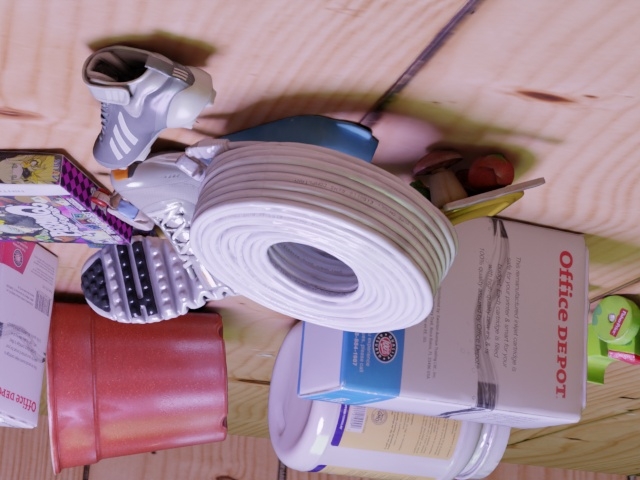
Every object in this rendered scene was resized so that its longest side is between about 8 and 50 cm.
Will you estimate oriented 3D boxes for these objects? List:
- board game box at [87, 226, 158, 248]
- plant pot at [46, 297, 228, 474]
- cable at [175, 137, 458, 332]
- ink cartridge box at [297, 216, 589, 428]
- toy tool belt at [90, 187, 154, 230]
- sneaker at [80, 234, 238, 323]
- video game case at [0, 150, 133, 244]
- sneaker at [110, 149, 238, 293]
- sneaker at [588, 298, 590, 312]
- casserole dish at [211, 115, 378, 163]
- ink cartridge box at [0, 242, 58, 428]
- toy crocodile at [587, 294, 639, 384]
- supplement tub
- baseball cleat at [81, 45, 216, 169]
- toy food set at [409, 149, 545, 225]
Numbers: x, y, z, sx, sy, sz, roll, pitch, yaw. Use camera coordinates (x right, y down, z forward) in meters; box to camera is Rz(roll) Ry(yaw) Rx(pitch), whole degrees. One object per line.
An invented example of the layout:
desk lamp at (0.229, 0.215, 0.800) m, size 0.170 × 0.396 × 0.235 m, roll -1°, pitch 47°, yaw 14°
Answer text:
board game box at (-0.251, -0.008, 1.750) m, size 0.090 × 0.020 × 0.090 m, roll 3°, pitch 165°, yaw 3°
plant pot at (-0.281, 0.215, 2.165) m, size 0.265 × 0.272 × 0.272 m, roll -2°, pitch 165°, yaw -9°
cable at (0.000, 0.000, 1.365) m, size 0.257 × 0.089 × 0.257 m, roll -2°, pitch 146°, yaw 39°
ink cartridge box at (0.144, 0.087, 1.616) m, size 0.308 × 0.223 × 0.129 m, roll 10°, pitch 164°, yaw -22°
toy tool belt at (-0.213, -0.049, 1.568) m, size 0.083 × 0.051 × 0.052 m, roll 32°, pitch 166°, yaw -36°
sneaker at (-0.152, 0.039, 1.722) m, size 0.292 × 0.110 × 0.118 m, roll -9°, pitch 175°, yaw 16°
video game case at (-0.349, -0.046, 1.601) m, size 0.210 × 0.041 × 0.232 m, roll 2°, pitch 164°, yaw 12°
sneaker at (-0.128, -0.014, 1.512) m, size 0.099 × 0.121 × 0.262 m, roll -7°, pitch 161°, yaw 33°
sneaker at (0.277, 0.082, 1.899) m, size 0.166 × 0.065 × 0.076 m, roll -12°, pitch 142°, yaw 36°
casserole dish at (-0.030, -0.081, 1.408) m, size 0.188 × 0.037 × 0.114 m, roll -12°, pitch 158°, yaw 42°
ink cartridge box at (-0.430, 0.113, 1.826) m, size 0.100 × 0.237 × 0.172 m, roll 0°, pitch 164°, yaw 14°
toy crocodile at (0.484, 0.128, 1.897) m, size 0.341 × 0.105 × 0.115 m, roll -12°, pitch 158°, yaw 43°
supplement tub at (0.108, 0.256, 2.200) m, size 0.331 × 0.241 × 0.241 m, roll 10°, pitch 163°, yaw -21°
baseball cleat at (-0.175, -0.126, 1.258) m, size 0.109 × 0.072 × 0.206 m, roll 28°, pitch 150°, yaw -25°
toy food set at (0.135, -0.054, 1.428) m, size 0.128 × 0.071 × 0.218 m, roll -17°, pitch 172°, yaw -17°
